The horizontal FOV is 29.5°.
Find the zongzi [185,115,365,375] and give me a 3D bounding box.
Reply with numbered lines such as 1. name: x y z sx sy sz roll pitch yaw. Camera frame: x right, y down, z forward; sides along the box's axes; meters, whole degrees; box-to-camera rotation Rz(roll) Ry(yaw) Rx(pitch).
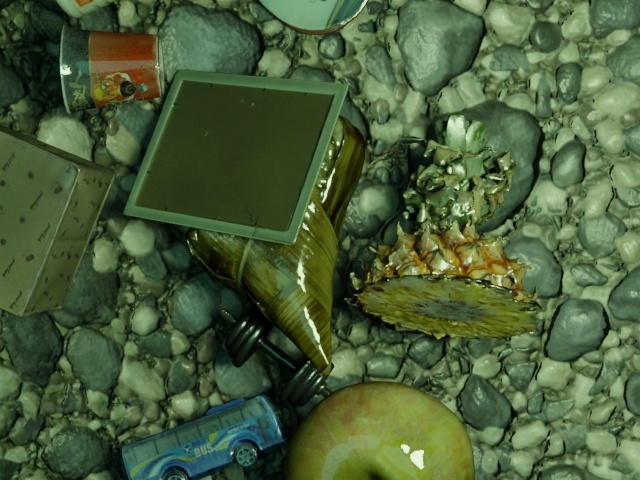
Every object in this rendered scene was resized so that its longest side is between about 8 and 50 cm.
1. zongzi: 0.000 0.000 1.620 0.286 0.134 0.288 -47 60 5

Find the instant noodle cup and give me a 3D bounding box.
1. instant noodle cup: -0.289 -0.240 1.697 0.135 0.127 0.127 -3 91 -3

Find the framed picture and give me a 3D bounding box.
1. framed picture: -0.116 -0.117 1.638 0.296 0.019 0.232 11 74 33

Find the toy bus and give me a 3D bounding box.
1. toy bus: -0.160 0.289 1.704 0.236 0.079 0.094 -22 87 6

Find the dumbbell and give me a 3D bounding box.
1. dumbbell: -0.056 0.160 1.681 0.208 0.099 0.099 37 95 6

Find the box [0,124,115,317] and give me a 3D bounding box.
1. box: -0.472 -0.052 1.681 0.297 0.190 0.225 23 94 7

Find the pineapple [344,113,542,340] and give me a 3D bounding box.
1. pineapple: 0.178 -0.027 1.616 0.262 0.262 0.272 7 68 6

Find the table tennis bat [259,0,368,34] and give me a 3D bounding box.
1. table tennis bat: -0.048 -0.428 1.711 0.173 0.022 0.301 -40 89 5

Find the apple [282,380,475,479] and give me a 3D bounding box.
1. apple: 0.077 0.309 1.601 0.256 0.234 0.257 0 93 6

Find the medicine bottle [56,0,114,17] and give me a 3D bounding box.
1. medicine bottle: -0.264 -0.420 1.675 0.252 0.144 0.144 -27 88 5
